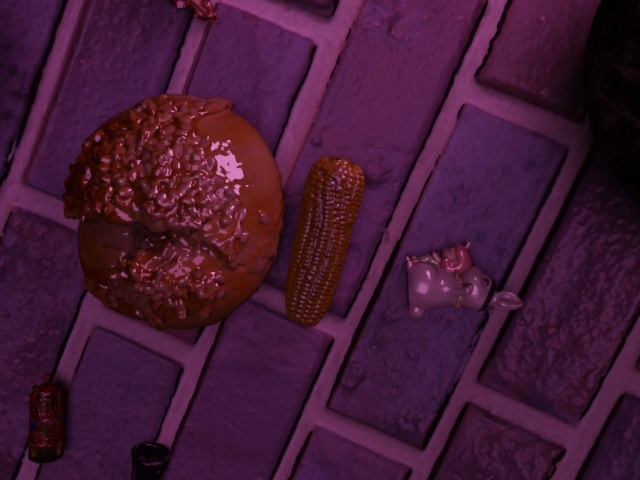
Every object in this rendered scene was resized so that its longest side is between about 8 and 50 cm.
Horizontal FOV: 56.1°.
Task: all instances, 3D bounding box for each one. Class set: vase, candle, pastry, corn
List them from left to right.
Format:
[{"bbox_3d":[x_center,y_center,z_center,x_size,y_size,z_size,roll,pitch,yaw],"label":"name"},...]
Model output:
[{"bbox_3d":[-0.407,0.261,0.896,0.051,0.052,0.131,6,97,6],"label":"candle"},{"bbox_3d":[-0.266,0.389,0.891,0.059,0.059,0.167,14,98,5],"label":"vase"},{"bbox_3d":[-0.191,-0.034,0.771,0.284,0.184,0.316,8,97,4],"label":"pastry"},{"bbox_3d":[0.000,0.000,0.810,0.080,0.080,0.231,15,100,4],"label":"corn"}]

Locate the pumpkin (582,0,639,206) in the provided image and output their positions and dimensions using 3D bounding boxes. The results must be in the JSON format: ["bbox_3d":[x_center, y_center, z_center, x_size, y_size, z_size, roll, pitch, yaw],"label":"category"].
[{"bbox_3d":[0.501,-0.171,0.601,0.454,0.344,0.455,-2,82,14],"label":"pumpkin"}]

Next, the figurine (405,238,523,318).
[{"bbox_3d":[0.186,0.049,0.790,0.146,0.081,0.098,-4,96,7],"label":"figurine"}]

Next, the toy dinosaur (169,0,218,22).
[{"bbox_3d":[-0.198,-0.345,0.801,0.154,0.055,0.049,40,102,-7],"label":"toy dinosaur"}]
